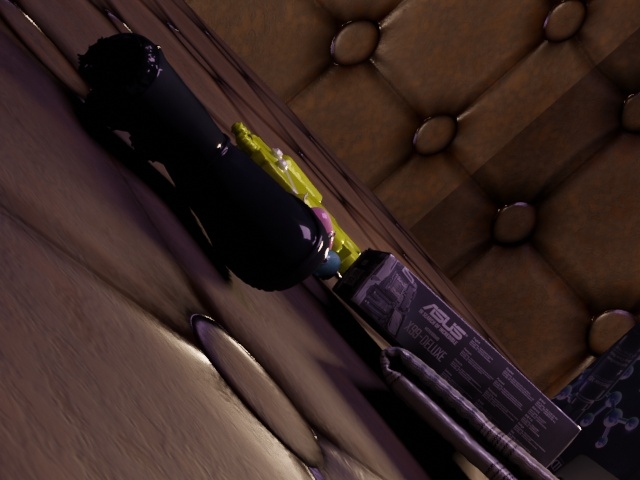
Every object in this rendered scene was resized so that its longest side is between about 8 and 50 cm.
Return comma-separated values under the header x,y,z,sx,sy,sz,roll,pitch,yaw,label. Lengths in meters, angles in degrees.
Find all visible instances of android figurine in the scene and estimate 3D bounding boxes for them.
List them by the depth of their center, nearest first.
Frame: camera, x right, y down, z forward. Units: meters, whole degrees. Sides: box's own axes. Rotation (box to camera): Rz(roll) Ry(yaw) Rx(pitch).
x,y,z,sx,sy,sz,roll,pitch,yaw,label
-0.034,-0.055,2.140,0.273,0.056,0.248,49,5,-17,android figurine

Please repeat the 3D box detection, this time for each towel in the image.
x,y,z,sx,sy,sz,roll,pitch,yaw,label
0.200,0.251,1.651,0.324,0.056,0.312,40,-4,16,towel

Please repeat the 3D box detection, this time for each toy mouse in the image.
x,y,z,sx,sy,sz,roll,pitch,yaw,label
0.000,0.000,1.962,0.143,0.031,0.161,52,21,-22,toy mouse

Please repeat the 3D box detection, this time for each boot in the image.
x,y,z,sx,sy,sz,roll,pitch,yaw,label
-0.115,-0.075,1.391,0.246,0.094,0.207,45,-3,47,boot

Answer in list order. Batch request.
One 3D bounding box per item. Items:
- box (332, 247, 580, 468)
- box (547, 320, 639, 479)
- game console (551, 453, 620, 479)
x,y,z,sx,sy,sz,roll,pitch,yaw,label
0.156,0.139,1.855,0.307,0.076,0.242,43,-3,-3,box
0.570,0.316,2.513,0.212,0.395,0.293,45,6,-26,box
0.447,0.412,1.910,0.386,0.060,0.342,36,17,16,game console
